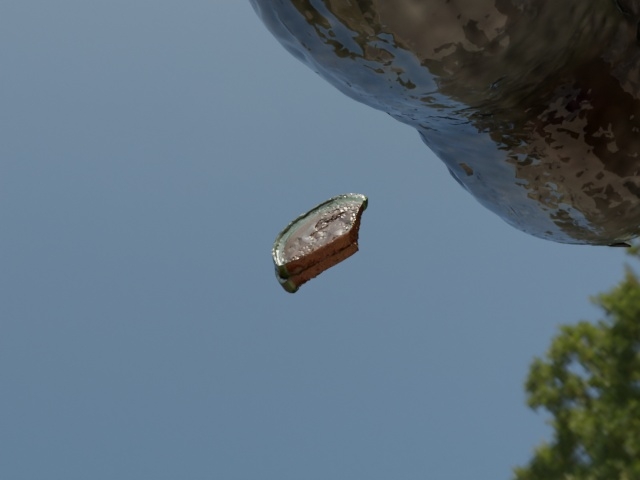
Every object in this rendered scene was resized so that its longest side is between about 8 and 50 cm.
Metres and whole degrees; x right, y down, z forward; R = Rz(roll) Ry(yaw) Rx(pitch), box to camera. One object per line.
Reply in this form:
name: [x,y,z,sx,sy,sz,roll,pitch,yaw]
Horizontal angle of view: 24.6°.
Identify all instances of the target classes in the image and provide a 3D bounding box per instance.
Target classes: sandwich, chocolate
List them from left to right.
sandwich: [0.001,-0.003,1.228,0.101,0.069,0.026,-33,-56,-1]
chocolate: [0.056,-0.071,0.471,0.110,0.110,0.248,-51,-42,6]
